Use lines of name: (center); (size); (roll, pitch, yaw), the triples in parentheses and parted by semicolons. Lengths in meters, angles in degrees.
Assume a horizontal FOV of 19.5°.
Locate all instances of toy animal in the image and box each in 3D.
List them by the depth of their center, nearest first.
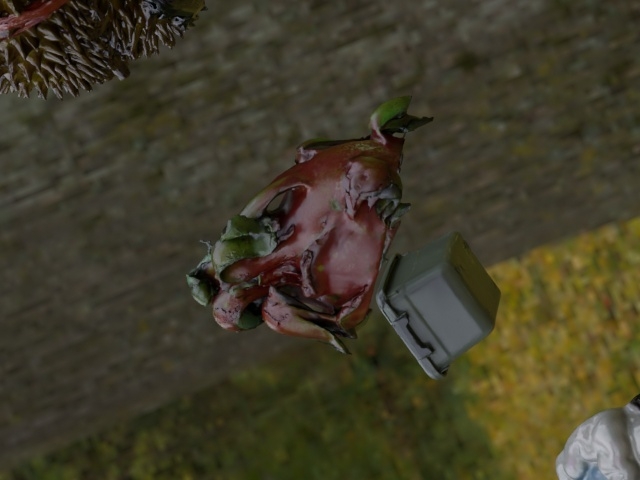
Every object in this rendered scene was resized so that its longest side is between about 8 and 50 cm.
toy animal: (0.341, 0.231, 1.726); (0.204, 0.208, 0.156); (113, 142, -53)

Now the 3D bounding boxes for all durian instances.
durian: (-0.290, -0.319, 1.977); (0.348, 0.347, 0.384); (-120, 8, -50)

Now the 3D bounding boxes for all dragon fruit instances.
dragon fruit: (0.000, 0.000, 1.166); (0.138, 0.175, 0.142); (85, 170, -66)

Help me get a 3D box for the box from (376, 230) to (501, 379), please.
box: (0.137, 0.063, 2.061); (0.124, 0.092, 0.172); (53, -163, -9)
